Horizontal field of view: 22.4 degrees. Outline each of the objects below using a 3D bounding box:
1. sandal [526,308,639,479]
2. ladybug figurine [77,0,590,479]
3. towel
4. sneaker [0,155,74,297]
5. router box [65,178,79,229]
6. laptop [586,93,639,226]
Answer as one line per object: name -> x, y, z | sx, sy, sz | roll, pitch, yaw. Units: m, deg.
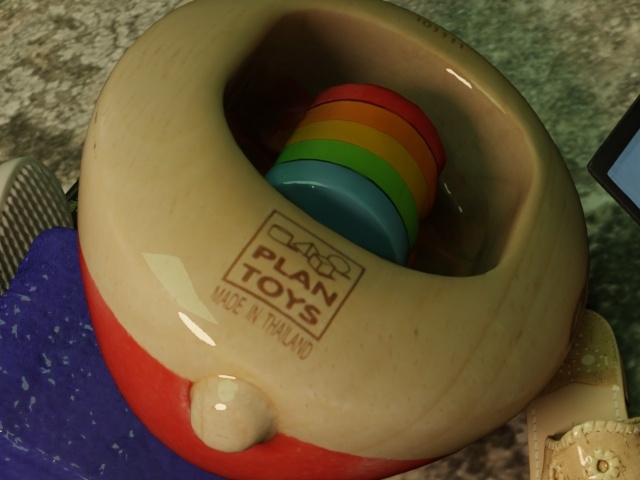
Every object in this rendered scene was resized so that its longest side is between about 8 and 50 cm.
sandal -> 0.149, 0.117, 0.905 | 0.088, 0.079, 0.240 | -16, 44, 10
ladybug figurine -> 0.000, 0.000, 0.950 | 0.305, 0.162, 0.449 | 34, 31, 2
towel -> -0.140, 0.156, 0.966 | 0.227, 0.076, 0.308 | 26, 57, 2
sneaker -> -0.266, 0.074, 1.093 | 0.161, 0.102, 0.282 | -5, 61, 28
router box -> -0.164, 0.006, 1.184 | 0.092, 0.038, 0.122 | 18, 58, 36
laptop -> 0.336, -0.044, 0.933 | 0.264, 0.136, 0.234 | 20, 60, 37
